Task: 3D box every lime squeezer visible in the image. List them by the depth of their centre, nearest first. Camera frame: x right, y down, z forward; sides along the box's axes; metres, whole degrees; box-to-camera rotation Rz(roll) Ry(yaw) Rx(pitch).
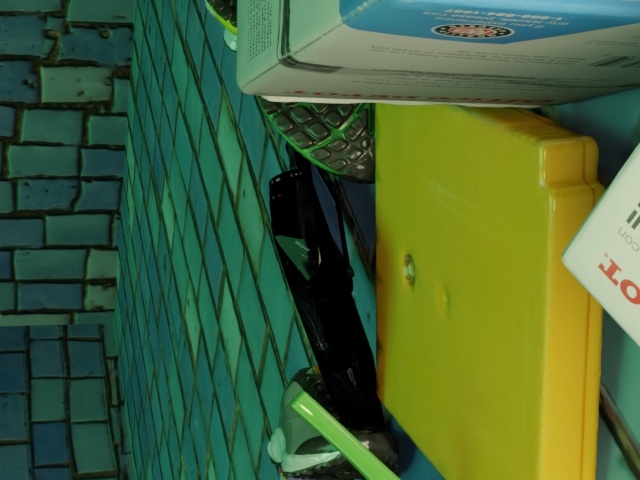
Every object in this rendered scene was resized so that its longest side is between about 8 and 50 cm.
[{"bbox_3d":[0.077,0.212,0.924,0.110,0.059,0.310,43,168,44],"label":"lime squeezer"}]

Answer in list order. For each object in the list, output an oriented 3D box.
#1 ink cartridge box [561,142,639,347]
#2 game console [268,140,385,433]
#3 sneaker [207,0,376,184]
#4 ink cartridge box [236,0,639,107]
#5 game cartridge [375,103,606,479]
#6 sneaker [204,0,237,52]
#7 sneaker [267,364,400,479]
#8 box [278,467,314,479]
[{"bbox_3d":[0.193,-0.013,0.422,0.153,0.086,0.208,49,146,20],"label":"ink cartridge box"},{"bbox_3d":[0.000,0.000,1.175,0.361,0.043,0.213,-98,-10,-58],"label":"game console"},{"bbox_3d":[0.005,-0.165,1.227,0.146,0.134,0.344,54,-174,-44],"label":"sneaker"},{"bbox_3d":[0.094,-0.149,0.644,0.307,0.223,0.129,178,92,-75],"label":"ink cartridge box"},{"bbox_3d":[0.110,0.040,0.898,0.323,0.052,0.285,-138,45,-67],"label":"game cartridge"},{"bbox_3d":[-0.101,-0.321,1.686,0.077,0.072,0.178,-67,34,30],"label":"sneaker"},{"bbox_3d":[0.006,0.176,1.227,0.271,0.100,0.108,173,101,-75],"label":"sneaker"},{"bbox_3d":[0.013,0.352,1.273,0.293,0.057,0.201,-149,61,-72],"label":"box"}]
